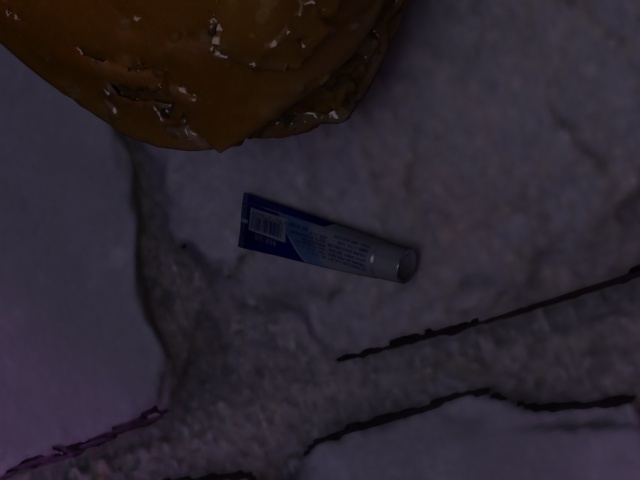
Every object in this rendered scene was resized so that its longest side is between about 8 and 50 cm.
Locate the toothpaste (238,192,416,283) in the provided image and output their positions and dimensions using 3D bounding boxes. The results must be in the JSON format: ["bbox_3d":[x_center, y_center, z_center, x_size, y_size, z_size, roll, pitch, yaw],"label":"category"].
[{"bbox_3d":[0.000,0.000,0.544,0.083,0.015,0.024,14,106,33],"label":"toothpaste"}]

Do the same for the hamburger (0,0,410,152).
[{"bbox_3d":[-0.046,-0.142,0.500,0.213,0.108,0.214,8,107,30],"label":"hamburger"}]
